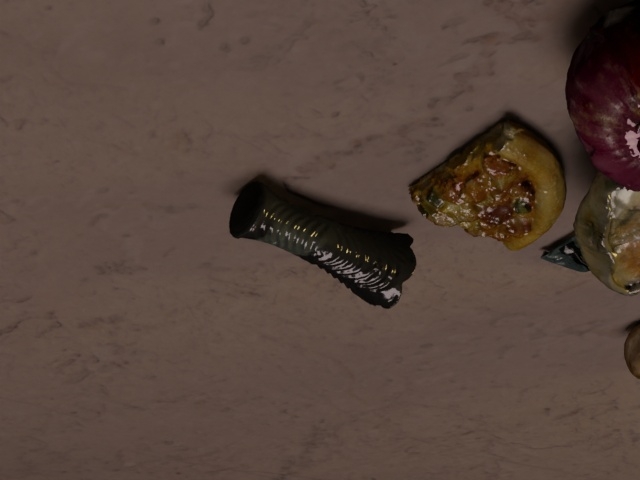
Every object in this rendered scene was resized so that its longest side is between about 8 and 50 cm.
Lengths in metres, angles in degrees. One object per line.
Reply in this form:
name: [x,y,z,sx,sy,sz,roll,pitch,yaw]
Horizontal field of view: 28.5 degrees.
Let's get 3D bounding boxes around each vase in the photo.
vase: [0.000,0.000,1.634,0.237,0.116,0.115,25,143,-29]

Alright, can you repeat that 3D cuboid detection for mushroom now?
mushroom: [0.584,0.179,1.982,0.212,0.088,0.097,12,140,-10]

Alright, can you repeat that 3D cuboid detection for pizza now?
pizza: [0.208,-0.055,1.573,0.197,0.058,0.292,-3,151,6]

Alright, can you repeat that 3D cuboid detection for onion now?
onion: [0.348,-0.160,1.273,0.200,0.201,0.207,26,169,-39]

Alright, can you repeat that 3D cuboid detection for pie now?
pie: [0.458,-0.056,1.493,0.337,0.075,0.338,-12,140,-10]

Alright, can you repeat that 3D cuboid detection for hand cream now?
hand cream: [0.407,-0.013,1.680,0.075,0.052,0.248,38,144,-17]
